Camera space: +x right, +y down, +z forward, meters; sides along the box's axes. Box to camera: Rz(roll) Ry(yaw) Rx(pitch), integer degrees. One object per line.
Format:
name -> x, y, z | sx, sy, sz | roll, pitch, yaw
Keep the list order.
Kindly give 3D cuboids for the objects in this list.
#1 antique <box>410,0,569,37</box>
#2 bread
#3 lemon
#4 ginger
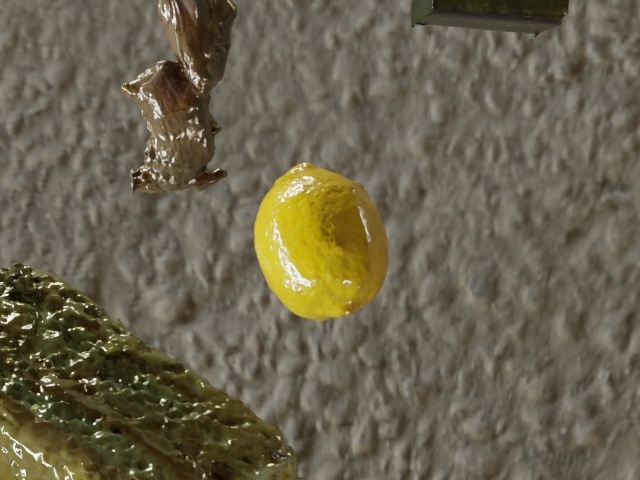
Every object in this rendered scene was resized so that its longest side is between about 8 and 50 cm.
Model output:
antique -> 0.104, -0.234, 0.847 | 0.080, 0.081, 0.220 | 4, 91, -6
bread -> -0.114, 0.110, 0.715 | 0.196, 0.138, 0.102 | 31, 50, 24
lemon -> 0.000, 0.000, 1.280 | 0.114, 0.114, 0.155 | -15, 65, -3
ginger -> -0.151, -0.187, 1.567 | 0.122, 0.290, 0.084 | 3, 23, -9
